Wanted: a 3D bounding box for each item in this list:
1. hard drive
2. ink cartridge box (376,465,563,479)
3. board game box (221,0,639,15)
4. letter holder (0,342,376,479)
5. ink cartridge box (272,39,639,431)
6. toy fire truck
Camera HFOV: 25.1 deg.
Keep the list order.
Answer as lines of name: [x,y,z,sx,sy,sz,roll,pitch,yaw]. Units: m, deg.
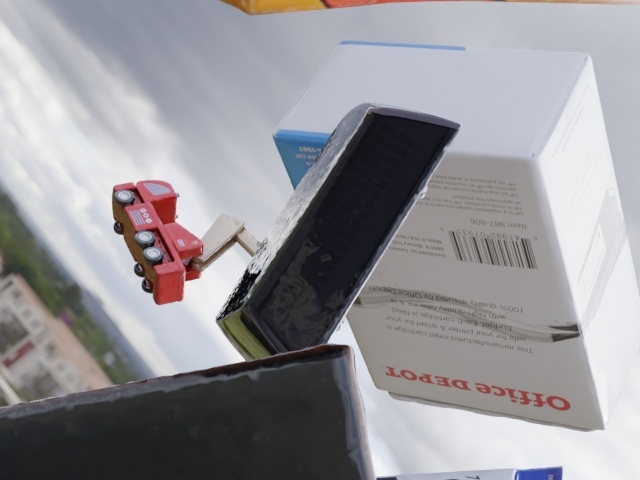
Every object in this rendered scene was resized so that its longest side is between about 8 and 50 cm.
hard drive: [0.000,0.000,0.843,0.054,0.172,0.255,33,-5,-4]
ink cartridge box: [0.063,0.293,1.281,0.065,0.333,0.165,-122,-150,-71]
board game box: [0.076,-0.287,0.519,0.356,0.356,0.356,-146,-126,-60]
letter holder: [-0.121,0.148,0.561,0.214,0.302,0.152,78,2,-82]
ink cartridge box: [0.158,-0.001,1.505,0.285,0.166,0.395,8,-42,30]
toy fire truck: [-0.113,0.006,1.392,0.047,0.135,0.192,99,-30,-41]
